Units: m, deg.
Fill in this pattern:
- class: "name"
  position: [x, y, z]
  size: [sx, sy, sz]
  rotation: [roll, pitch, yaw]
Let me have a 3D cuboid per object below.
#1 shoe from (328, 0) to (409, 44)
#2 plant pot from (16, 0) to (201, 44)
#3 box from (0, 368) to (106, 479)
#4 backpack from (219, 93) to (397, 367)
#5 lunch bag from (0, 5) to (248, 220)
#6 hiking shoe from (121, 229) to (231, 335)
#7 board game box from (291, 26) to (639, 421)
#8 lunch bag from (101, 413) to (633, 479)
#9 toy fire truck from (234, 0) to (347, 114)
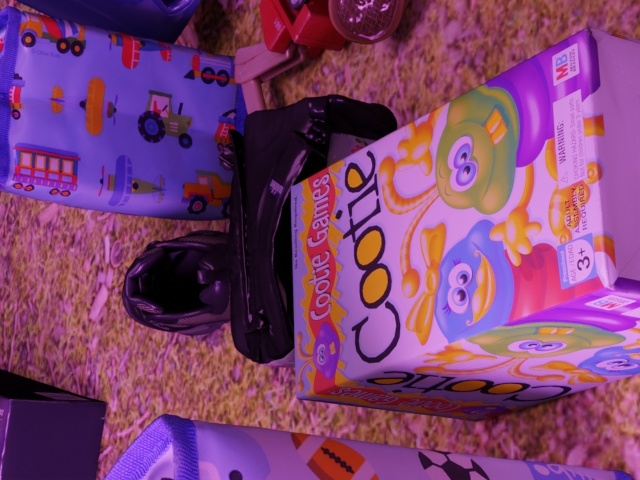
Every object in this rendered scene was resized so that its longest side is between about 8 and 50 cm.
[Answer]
- class: "shoe"
  position: [0.052, -0.242, 1.224]
  size: [0.058, 0.077, 0.219]
  rotation: [-69, -2, -60]
- class: "plant pot"
  position: [-0.173, -0.325, 1.426]
  size: [0.212, 0.236, 0.236]
  rotation: [-44, 39, 34]
- class: "box"
  position: [-0.308, 0.217, 1.637]
  size: [0.261, 0.103, 0.184]
  rotation: [7, 92, 56]
- class: "backpack"
  position: [0.000, 0.000, 1.223]
  size: [0.152, 0.115, 0.182]
  rotation: [168, 106, -66]
- class: "lunch bag"
  position: [-0.225, -0.081, 1.469]
  size: [0.293, 0.221, 0.138]
  rotation: [-8, 77, 54]
- class: "hiking shoe"
  position: [-0.108, 0.026, 1.372]
  size: [0.227, 0.114, 0.086]
  rotation: [-11, 74, 54]
- class: "board game box"
  position: [0.116, 0.004, 1.020]
  size: [0.275, 0.142, 0.144]
  rotation: [-27, 60, 52]
- class: "lunch bag"
  position: [0.033, 0.317, 0.913]
  size: [0.239, 0.328, 0.385]
  rotation: [-49, 44, 41]
- class: "toy fire truck"
  position: [-0.032, -0.147, 1.357]
  size: [0.135, 0.047, 0.192]
  rotation: [-57, 41, 32]
